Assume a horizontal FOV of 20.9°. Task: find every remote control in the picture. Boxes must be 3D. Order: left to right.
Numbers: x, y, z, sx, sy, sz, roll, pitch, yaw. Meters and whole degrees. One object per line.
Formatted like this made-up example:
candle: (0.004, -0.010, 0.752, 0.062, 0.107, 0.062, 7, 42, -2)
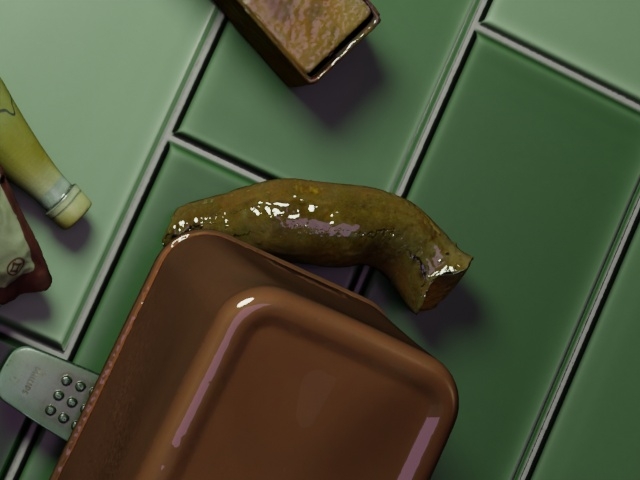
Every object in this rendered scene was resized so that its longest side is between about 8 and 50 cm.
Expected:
remote control: (-0.186, 0.163, 1.555, 0.222, 0.042, 0.072, 29, 85, -11)

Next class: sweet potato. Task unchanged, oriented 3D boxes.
sweet potato: (0.001, 0.001, 1.576, 0.286, 0.085, 0.112, 7, 100, -12)

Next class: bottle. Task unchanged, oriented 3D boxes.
bottle: (-0.305, -0.115, 1.518, 0.270, 0.083, 0.083, 45, 81, -14)

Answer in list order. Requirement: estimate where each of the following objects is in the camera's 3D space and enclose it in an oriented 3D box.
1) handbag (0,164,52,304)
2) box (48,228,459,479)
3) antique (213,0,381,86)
handbag: (-0.358, -0.029, 1.467, 0.213, 0.127, 0.235, -18, 123, -7)
box: (-0.064, 0.193, 1.447, 0.239, 0.229, 0.339, 25, 92, -19)
antique: (-0.085, -0.282, 1.553, 0.093, 0.087, 0.310, -43, 103, -9)
